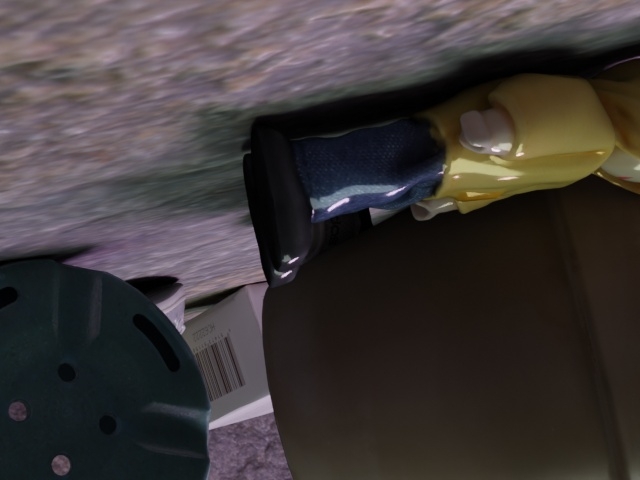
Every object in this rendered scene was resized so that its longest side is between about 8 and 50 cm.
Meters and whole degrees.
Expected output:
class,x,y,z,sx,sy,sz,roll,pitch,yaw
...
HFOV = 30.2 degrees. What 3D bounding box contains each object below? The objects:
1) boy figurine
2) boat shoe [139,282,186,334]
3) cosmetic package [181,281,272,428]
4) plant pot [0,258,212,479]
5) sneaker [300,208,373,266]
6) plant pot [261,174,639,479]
class,x,y,z,sx,sy,sz,roll,pitch,yaw
boy figurine,0.099,-0.044,0.695,0.285,0.092,0.177,-10,169,-13
boat shoe,-0.213,0.115,1.377,0.118,0.103,0.320,-12,174,-16
cosmetic package,0.008,0.150,1.839,0.453,0.161,0.230,-7,163,-46
plant pot,-0.280,0.187,0.998,0.341,0.341,0.334,-9,164,-40
sneaker,0.000,0.000,0.988,0.075,0.063,0.170,-6,167,-14
plant pot,0.117,0.093,0.880,0.280,0.323,0.323,-15,174,8
